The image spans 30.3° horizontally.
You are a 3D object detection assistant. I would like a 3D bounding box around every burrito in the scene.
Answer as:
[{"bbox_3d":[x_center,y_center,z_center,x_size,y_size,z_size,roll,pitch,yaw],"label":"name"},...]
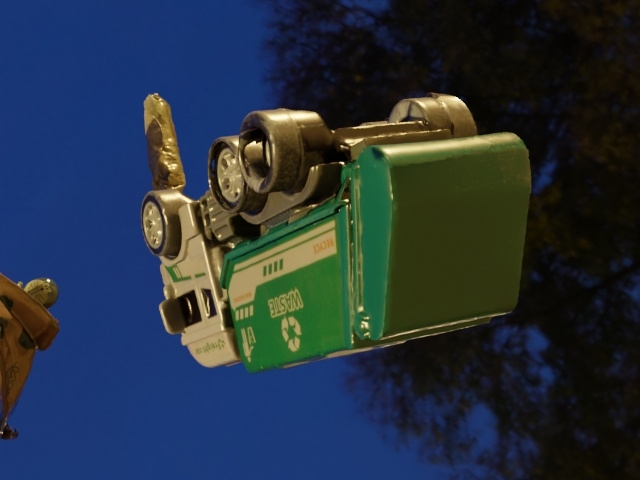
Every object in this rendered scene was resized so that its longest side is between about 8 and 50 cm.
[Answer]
[{"bbox_3d":[-0.216,-0.128,1.615,0.045,0.188,0.058,1,-36,-18],"label":"burrito"}]

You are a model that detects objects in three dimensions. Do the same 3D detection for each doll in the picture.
[{"bbox_3d":[-0.339,0.074,1.272,0.125,0.037,0.027,-23,-16,6],"label":"doll"}]

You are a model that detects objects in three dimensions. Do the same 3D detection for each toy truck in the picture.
[{"bbox_3d":[0.000,0.000,0.603,0.114,0.253,0.124,-8,-100,-31],"label":"toy truck"}]

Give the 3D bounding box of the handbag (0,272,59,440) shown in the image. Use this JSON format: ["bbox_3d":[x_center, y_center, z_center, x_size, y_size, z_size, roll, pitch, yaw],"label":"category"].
[{"bbox_3d":[-0.379,0.130,1.126,0.252,0.193,0.190,-61,4,36],"label":"handbag"}]
